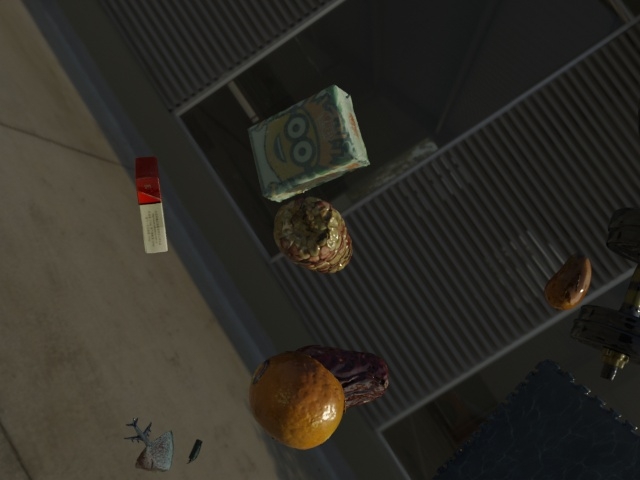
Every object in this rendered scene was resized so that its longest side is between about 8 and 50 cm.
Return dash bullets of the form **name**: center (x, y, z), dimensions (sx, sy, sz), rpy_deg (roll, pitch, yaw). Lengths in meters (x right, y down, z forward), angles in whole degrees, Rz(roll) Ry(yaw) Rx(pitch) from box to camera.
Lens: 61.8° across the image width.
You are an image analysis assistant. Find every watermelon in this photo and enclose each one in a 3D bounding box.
- **watermelon**: center (-0.433, 0.566, 1.392), dimensions (0.081, 0.094, 0.180), rpy_deg (64, -34, 37)

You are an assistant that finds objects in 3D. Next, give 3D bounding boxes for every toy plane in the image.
- **toy plane**: center (-0.439, 0.473, 1.308), dimensions (0.084, 0.024, 0.078), rpy_deg (51, 39, 14)

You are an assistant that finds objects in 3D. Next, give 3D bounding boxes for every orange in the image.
- **orange**: center (-0.054, 0.350, 1.181), dimensions (0.219, 0.193, 0.219), rpy_deg (20, -21, 8)

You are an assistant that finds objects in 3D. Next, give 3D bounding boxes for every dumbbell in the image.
- **dumbbell**: center (0.637, 0.096, 1.073), dimensions (0.185, 0.388, 0.185), rpy_deg (23, -5, 2)

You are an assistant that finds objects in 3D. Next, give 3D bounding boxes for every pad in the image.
- **pad**: center (0.310, 0.323, 0.671), dimensions (0.269, 0.269, 0.012), rpy_deg (39, 27, 20)

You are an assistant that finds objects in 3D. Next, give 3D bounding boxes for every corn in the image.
- **corn**: center (0.000, 0.000, 0.815), dimensions (0.098, 0.098, 0.290), rpy_deg (57, 4, 11)

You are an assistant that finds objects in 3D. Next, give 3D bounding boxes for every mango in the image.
- **mango**: center (0.661, 0.115, 1.404), dimensions (0.105, 0.159, 0.084), rpy_deg (33, 9, -32)

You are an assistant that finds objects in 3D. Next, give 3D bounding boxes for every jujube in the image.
- **jujube**: center (0.046, 0.440, 1.725), dimensions (0.216, 0.342, 0.216), rpy_deg (-179, -90, -84)

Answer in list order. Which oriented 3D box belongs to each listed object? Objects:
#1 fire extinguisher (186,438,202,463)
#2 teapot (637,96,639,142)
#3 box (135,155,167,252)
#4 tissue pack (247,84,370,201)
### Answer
- **fire extinguisher**: center (-0.433, 0.732, 1.849), dimensions (0.025, 0.038, 0.083), rpy_deg (52, 43, -32)
- **teapot**: center (0.422, -0.131, 0.307), dimensions (0.362, 0.376, 0.305), rpy_deg (36, 51, -67)
- **box**: center (-0.314, -0.067, 0.994), dimensions (0.100, 0.048, 0.152), rpy_deg (-123, -148, -54)
- **tissue pack**: center (-0.039, -0.267, 1.520), dimensions (0.128, 0.311, 0.227), rpy_deg (5, 68, -62)
